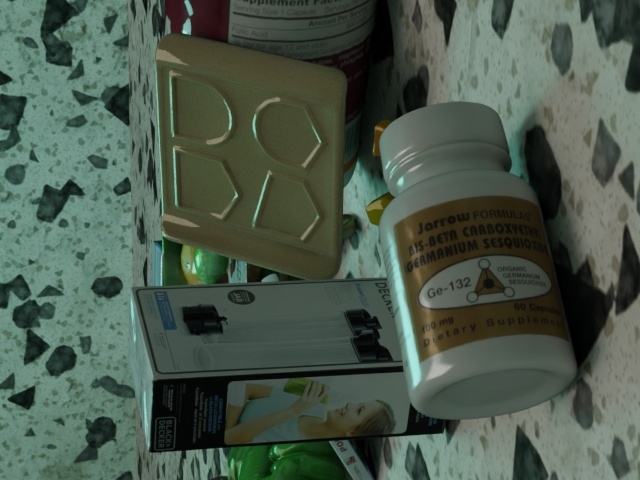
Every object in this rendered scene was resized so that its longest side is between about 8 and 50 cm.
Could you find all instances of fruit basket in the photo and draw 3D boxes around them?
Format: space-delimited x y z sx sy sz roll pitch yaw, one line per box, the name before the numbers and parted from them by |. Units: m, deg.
fruit basket | -0.137 0.091 2.031 0.353 0.165 0.327 -112 23 -74

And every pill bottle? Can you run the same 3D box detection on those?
pill bottle | -0.053 -0.247 1.633 0.224 0.224 0.392 -113 24 -53
pill bottle | 0.115 0.014 1.220 0.131 0.131 0.229 115 149 -62

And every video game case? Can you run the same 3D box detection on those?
video game case | -0.003 0.160 1.766 0.183 0.023 0.201 60 -175 -39

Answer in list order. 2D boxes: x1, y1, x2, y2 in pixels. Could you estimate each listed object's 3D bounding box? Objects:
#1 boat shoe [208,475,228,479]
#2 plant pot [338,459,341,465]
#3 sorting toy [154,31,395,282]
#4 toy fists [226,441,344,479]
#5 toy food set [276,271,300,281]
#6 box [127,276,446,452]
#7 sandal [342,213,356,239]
boat shoe | -0.112 0.480 2.345 0.095 0.095 0.257 67 -174 -52
plant pot | -0.030 0.321 1.929 0.134 0.095 0.134 176 90 -76
sorting toy | -0.026 -0.074 1.556 0.041 0.307 0.229 -42 -38 -53
toy fists | -0.058 0.324 1.792 0.142 0.096 0.279 -6 58 41
toy food set | -0.038 0.086 2.048 0.192 0.038 0.132 122 149 -84
box | -0.033 0.115 1.509 0.169 0.290 0.087 -114 26 -58
sandal | 0.000 0.000 1.826 0.049 0.072 0.180 67 163 -8
